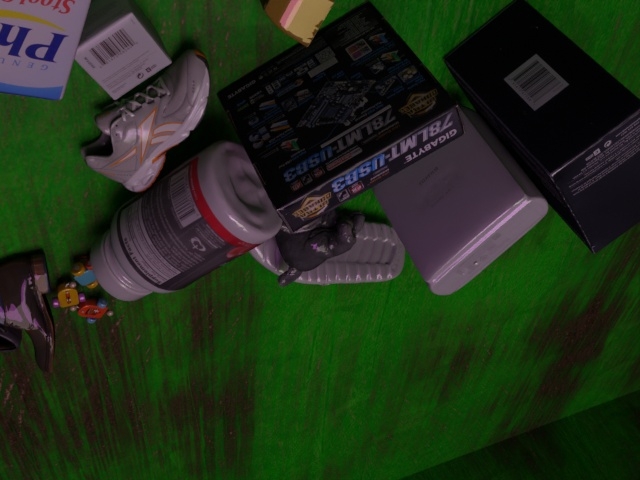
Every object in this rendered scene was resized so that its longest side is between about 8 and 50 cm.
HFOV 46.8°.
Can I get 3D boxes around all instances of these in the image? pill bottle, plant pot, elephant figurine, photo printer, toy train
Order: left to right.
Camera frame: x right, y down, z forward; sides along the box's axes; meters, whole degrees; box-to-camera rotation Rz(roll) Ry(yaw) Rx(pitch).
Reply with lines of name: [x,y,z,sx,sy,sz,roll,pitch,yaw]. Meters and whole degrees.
toy train: [-0.423,0.083,1.363,0.125,0.046,0.166,9,132,-40]
pill bottle: [-0.232,-0.018,1.225,0.318,0.176,0.176,-28,146,29]
plant pot: [-0.042,-0.350,1.086,0.083,0.081,0.081,17,124,-28]
elephant figurine: [-0.047,-0.076,1.311,0.169,0.186,0.239,-18,123,36]
photo printer: [0.236,-0.093,1.359,0.256,0.308,0.107,-44,139,23]

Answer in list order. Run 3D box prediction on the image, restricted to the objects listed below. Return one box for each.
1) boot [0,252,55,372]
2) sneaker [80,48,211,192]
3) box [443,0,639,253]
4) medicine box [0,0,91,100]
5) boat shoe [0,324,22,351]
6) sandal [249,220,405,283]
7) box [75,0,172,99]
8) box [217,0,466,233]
boot: [-0.521,0.132,1.287,0.106,0.082,0.219,-6,104,-19]
sneaker: [-0.267,-0.186,1.116,0.121,0.099,0.262,19,121,-39]
box: [0.426,-0.202,1.328,0.179,0.343,0.312,-38,142,10]
medicine box: [-0.396,-0.326,0.820,0.263,0.149,0.289,3,135,-34]
boat shoe: [-0.643,0.140,1.246,0.285,0.092,0.103,12,126,-41]
sandal: [-0.002,0.015,1.492,0.416,0.170,0.102,16,166,-36]
box: [-0.279,-0.272,1.014,0.101,0.087,0.102,-32,143,4]
box: [0.020,-0.195,1.120,0.295,0.293,0.073,-31,143,2]
